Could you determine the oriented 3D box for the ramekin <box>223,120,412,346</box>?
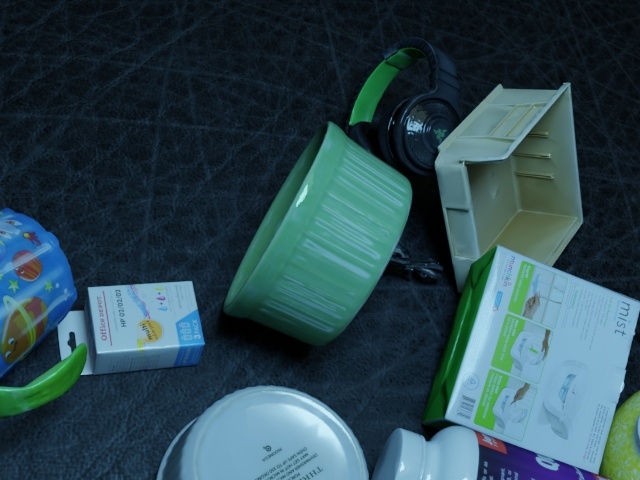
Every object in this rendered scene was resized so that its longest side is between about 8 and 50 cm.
[{"bbox_3d":[0.000,0.000,1.264,0.148,0.303,0.303,29,49,-8],"label":"ramekin"}]

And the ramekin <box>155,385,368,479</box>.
[{"bbox_3d":[-0.064,0.303,1.111,0.273,0.127,0.272,10,51,-13],"label":"ramekin"}]

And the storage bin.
[{"bbox_3d":[0.303,-0.078,1.441,0.123,0.262,0.260,10,40,35],"label":"storage bin"}]

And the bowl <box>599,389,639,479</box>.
[{"bbox_3d":[0.504,0.286,1.221,0.290,0.156,0.289,-19,43,19],"label":"bowl"}]

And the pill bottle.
[{"bbox_3d":[0.230,0.350,1.152,0.323,0.181,0.181,21,50,-5],"label":"pill bottle"}]

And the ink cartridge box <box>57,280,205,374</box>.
[{"bbox_3d":[-0.258,0.118,1.221,0.181,0.061,0.104,-3,55,-22],"label":"ink cartridge box"}]

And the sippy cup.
[{"bbox_3d":[-0.431,0.076,1.098,0.305,0.240,0.224,57,41,-7],"label":"sippy cup"}]

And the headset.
[{"bbox_3d":[0.142,-0.137,1.479,0.185,0.243,0.394,21,62,-30],"label":"headset"}]

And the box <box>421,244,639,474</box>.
[{"bbox_3d":[0.302,0.175,1.291,0.231,0.127,0.262,21,73,-5],"label":"box"}]
